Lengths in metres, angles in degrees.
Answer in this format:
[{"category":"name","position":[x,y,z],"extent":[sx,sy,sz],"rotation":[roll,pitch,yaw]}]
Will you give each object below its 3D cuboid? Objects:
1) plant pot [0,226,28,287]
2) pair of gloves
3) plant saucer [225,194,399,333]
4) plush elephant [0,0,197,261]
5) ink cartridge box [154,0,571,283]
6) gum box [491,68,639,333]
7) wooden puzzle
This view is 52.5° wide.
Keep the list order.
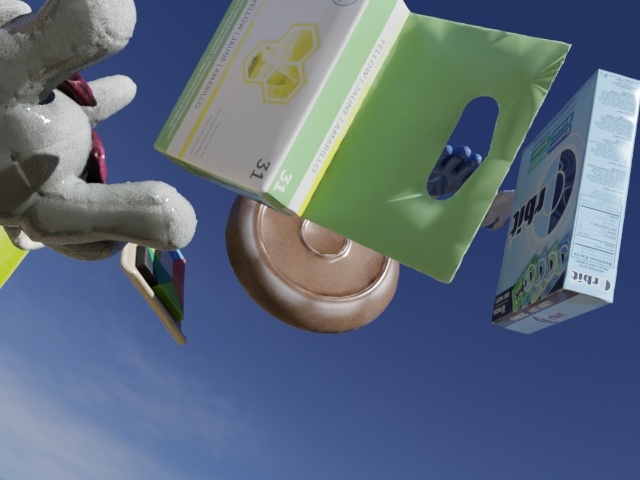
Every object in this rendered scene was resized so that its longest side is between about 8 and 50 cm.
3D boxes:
[{"category":"plant pot","position":[-0.555,-0.027,0.932],"extent":[0.207,0.228,0.227],"rotation":[41,-9,-34]},{"category":"pair of gloves","position":[0.183,-0.062,0.794],"extent":[0.198,0.023,0.159],"rotation":[20,-23,-13]},{"category":"plant saucer","position":[0.000,0.000,1.070],"extent":[0.311,0.310,0.050],"rotation":[35,-35,-2]},{"category":"plush elephant","position":[-0.300,-0.116,0.691],"extent":[0.330,0.255,0.271],"rotation":[-18,-63,3]},{"category":"ink cartridge box","position":[0.014,-0.094,0.431],"extent":[0.235,0.171,0.056],"rotation":[25,-5,36]},{"category":"gum box","position":[0.205,-0.024,0.554],"extent":[0.041,0.184,0.157],"rotation":[16,-17,0]},{"category":"wooden puzzle","position":[-0.290,0.038,1.164],"extent":[0.044,0.238,0.221],"rotation":[-20,-45,2]}]
